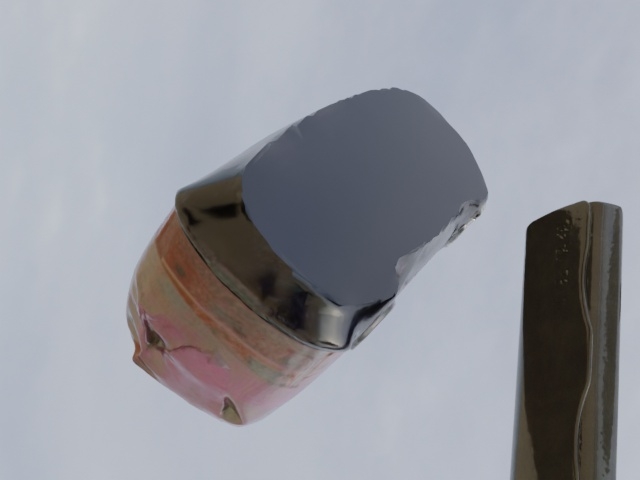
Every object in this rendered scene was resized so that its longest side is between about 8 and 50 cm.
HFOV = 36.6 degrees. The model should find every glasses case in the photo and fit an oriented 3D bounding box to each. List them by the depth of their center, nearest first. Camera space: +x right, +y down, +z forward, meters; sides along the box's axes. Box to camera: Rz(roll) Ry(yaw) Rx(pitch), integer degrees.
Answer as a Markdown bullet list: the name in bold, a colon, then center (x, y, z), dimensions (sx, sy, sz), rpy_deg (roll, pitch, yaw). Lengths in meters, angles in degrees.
- **glasses case**: center (0.143, 0.075, 0.565), dimensions (0.072, 0.042, 0.191), rpy_deg (144, -42, -62)

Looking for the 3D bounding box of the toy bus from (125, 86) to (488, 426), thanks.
- **toy bus**: center (0.000, 0.000, 0.617), dimensions (0.127, 0.302, 0.147), rpy_deg (44, -57, 4)
